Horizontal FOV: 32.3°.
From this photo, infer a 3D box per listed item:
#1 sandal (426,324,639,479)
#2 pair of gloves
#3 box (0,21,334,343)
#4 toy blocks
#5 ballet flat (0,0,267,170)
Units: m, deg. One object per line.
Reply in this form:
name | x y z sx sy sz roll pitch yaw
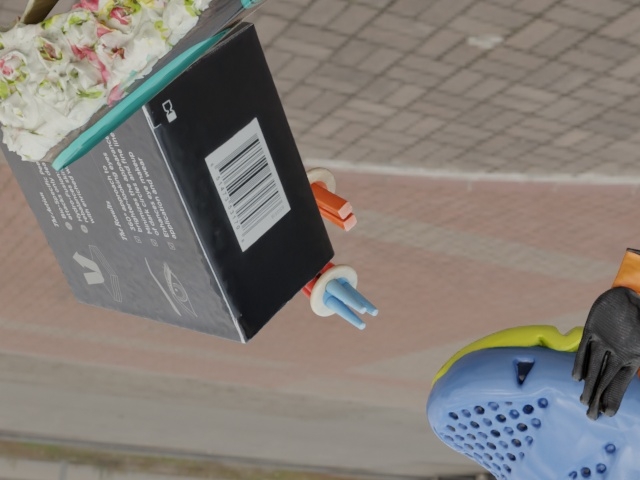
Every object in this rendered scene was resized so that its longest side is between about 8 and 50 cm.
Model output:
sandal | 0.193 0.156 0.564 0.317 0.138 0.126 27 149 13
pair of gloves | 0.143 0.049 0.439 0.083 0.074 0.010 26 162 -2
box | -0.096 -0.039 0.643 0.158 0.093 0.156 9 130 40
toy blocks | 0.000 0.000 0.974 0.054 0.123 0.148 -15 -141 -40
ballet flat | -0.049 -0.119 0.451 0.241 0.077 0.091 -34 -174 12
